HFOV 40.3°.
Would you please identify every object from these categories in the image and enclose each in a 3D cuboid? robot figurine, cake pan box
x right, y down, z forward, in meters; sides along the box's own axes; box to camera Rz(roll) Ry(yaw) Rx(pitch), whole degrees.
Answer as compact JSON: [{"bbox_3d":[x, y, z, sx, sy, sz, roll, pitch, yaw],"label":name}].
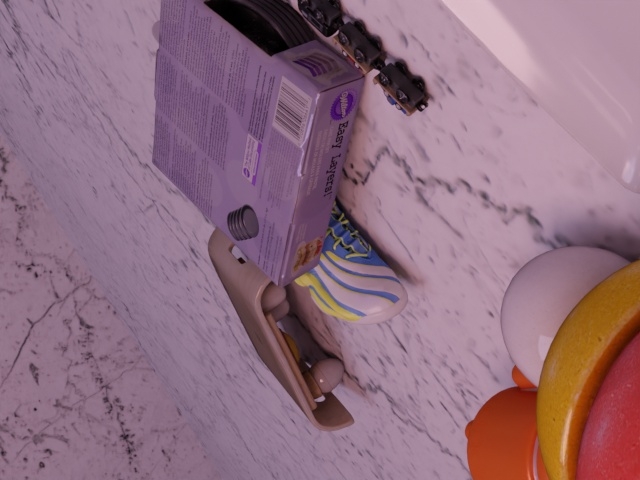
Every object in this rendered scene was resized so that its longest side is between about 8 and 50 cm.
[{"bbox_3d":[0.222,0.200,0.799,0.128,0.158,0.219,28,163,-16],"label":"robot figurine"},{"bbox_3d":[-0.080,-0.124,0.907,0.246,0.070,0.267,40,138,27],"label":"cake pan box"}]

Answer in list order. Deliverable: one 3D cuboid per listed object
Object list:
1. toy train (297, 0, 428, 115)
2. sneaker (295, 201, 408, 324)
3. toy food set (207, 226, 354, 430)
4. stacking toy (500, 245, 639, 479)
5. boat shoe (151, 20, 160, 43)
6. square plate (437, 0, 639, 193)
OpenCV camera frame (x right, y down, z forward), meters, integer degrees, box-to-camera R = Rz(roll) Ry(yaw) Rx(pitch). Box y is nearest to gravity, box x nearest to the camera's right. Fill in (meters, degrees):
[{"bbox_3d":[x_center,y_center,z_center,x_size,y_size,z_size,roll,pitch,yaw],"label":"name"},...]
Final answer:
[{"bbox_3d":[0.035,-0.163,0.756,0.158,0.027,0.036,47,161,15],"label":"toy train"},{"bbox_3d":[0.000,0.000,0.989,0.240,0.091,0.126,32,150,43],"label":"sneaker"},{"bbox_3d":[-0.056,0.124,1.321,0.220,0.092,0.306,40,156,58],"label":"toy food set"},{"bbox_3d":[0.234,0.109,0.493,0.350,0.350,0.480,63,172,-25],"label":"stacking toy"},{"bbox_3d":[-0.172,-0.226,1.075,0.100,0.035,0.035,53,-174,-11],"label":"boat shoe"},{"bbox_3d":[0.132,-0.147,0.401,0.347,0.049,0.344,42,175,-11],"label":"square plate"}]
